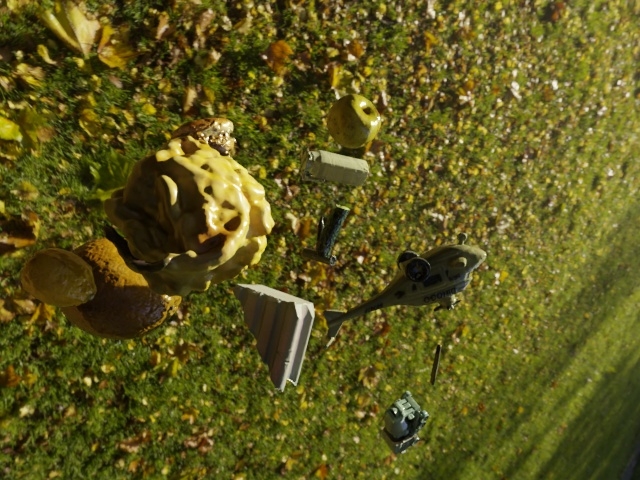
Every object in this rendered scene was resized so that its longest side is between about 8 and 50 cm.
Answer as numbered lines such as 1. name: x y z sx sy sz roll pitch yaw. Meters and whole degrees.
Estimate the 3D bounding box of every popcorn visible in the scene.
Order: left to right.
1. popcorn: -0.281 -0.026 0.872 0.349 0.381 0.348 2 111 5

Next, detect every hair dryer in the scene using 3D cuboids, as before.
1. hair dryer: 0.012 -0.002 1.796 0.050 0.173 0.194 10 95 -49

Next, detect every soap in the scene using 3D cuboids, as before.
1. soap: -0.176 0.310 1.405 0.159 0.258 0.302 4 101 -67

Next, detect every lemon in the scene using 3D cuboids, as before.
1. lemon: -0.546 0.079 0.881 0.155 0.114 0.114 31 87 -11

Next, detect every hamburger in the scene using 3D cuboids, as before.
1. hamburger: -0.425 -0.335 1.553 0.261 0.245 0.211 -17 105 -42

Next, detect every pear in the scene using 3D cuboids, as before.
1. pear: 0.116 -0.434 1.560 0.197 0.197 0.197 -16 118 -33

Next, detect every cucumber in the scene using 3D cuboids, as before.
1. cucumber: 0.035 -0.029 1.378 0.058 0.058 0.187 10 110 -41

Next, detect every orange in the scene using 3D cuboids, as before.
1. orange: -0.627 0.152 1.327 0.357 0.322 0.321 18 98 0

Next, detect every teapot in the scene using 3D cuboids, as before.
1. teapot: 0.035 -0.214 1.291 0.201 0.077 0.107 9 141 -21

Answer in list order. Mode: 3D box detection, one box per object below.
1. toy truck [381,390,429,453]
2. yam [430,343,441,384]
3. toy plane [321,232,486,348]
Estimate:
1. toy truck: 0.278 0.640 1.466 0.140 0.108 0.256 -18 132 -27
2. yam: 0.281 0.304 1.027 0.014 0.014 0.107 -1 103 -38
3. toy plane: 0.124 0.082 0.652 0.287 0.092 0.108 -22 96 2
